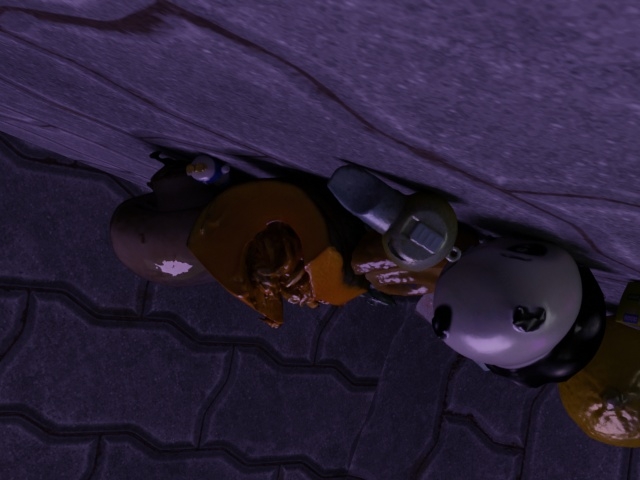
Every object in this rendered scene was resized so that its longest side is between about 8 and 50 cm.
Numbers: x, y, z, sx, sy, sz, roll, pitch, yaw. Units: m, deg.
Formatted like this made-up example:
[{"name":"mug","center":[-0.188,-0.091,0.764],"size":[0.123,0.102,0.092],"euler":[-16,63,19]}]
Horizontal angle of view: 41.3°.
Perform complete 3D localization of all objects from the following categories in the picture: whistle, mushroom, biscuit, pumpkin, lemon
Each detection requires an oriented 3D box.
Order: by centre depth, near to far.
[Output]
[{"name":"whistle","center":[0.110,-0.036,1.241],"size":[0.223,0.123,0.123],"euler":[33,176,-2]},{"name":"biscuit","center":[0.186,0.042,1.527],"size":[0.213,0.091,0.274],"euler":[-12,158,28]},{"name":"pumpkin","center":[-0.070,0.010,1.569],"size":[0.303,0.256,0.225],"euler":[-24,156,12]},{"name":"mushroom","center":[-0.289,-0.059,1.874],"size":[0.362,0.294,0.362],"euler":[-7,-166,2]},{"name":"lemon","center":[0.702,0.318,1.937],"size":[0.336,0.336,0.336],"euler":[19,176,1]}]

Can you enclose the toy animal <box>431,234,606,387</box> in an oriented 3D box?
[{"name":"toy animal","center":[0.318,0.112,1.365],"size":[0.251,0.251,0.310],"euler":[16,-178,41]}]

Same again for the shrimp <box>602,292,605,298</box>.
[{"name":"shrimp","center":[0.417,0.072,1.679],"size":[0.296,0.058,0.169],"euler":[21,-175,23]}]

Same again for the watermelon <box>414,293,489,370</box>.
[{"name":"watermelon","center":[0.356,0.159,2.126],"size":[0.258,0.228,0.387],"euler":[32,179,-33]}]

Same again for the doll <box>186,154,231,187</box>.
[{"name":"doll","center":[-0.223,-0.140,1.744],"size":[0.099,0.057,0.143],"euler":[-3,174,19]}]

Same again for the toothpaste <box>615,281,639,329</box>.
[{"name":"toothpaste","center":[0.659,0.152,1.397],"size":[0.327,0.077,0.110],"euler":[20,176,-7]}]

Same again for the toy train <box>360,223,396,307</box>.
[{"name":"toy train","center":[0.076,0.031,1.949],"size":[0.249,0.173,0.307],"euler":[27,-179,30]}]
